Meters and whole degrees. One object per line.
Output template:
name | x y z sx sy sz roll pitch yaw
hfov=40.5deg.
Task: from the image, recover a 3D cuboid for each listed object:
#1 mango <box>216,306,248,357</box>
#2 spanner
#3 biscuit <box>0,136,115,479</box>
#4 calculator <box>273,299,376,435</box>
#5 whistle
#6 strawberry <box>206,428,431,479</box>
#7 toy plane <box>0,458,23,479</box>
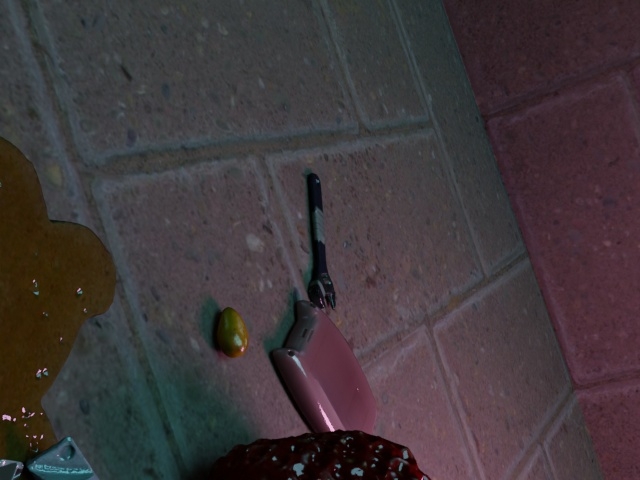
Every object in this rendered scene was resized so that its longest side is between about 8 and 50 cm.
mango | -0.148 0.154 1.459 0.060 0.046 0.089 19 53 -54
spanner | 0.000 0.000 1.824 0.087 0.024 0.316 32 46 -50
biscuit | -0.404 0.082 1.021 0.368 0.076 0.394 58 32 -44
calculator | 0.027 0.284 1.681 0.330 0.048 0.220 60 30 -24
whistle | -0.263 0.368 1.078 0.062 0.062 0.312 -64 139 -51
strawberry | -0.011 0.403 1.331 0.345 0.317 0.295 38 72 -21
toy plane | -0.386 0.317 0.901 0.160 0.082 0.234 29 88 -50
